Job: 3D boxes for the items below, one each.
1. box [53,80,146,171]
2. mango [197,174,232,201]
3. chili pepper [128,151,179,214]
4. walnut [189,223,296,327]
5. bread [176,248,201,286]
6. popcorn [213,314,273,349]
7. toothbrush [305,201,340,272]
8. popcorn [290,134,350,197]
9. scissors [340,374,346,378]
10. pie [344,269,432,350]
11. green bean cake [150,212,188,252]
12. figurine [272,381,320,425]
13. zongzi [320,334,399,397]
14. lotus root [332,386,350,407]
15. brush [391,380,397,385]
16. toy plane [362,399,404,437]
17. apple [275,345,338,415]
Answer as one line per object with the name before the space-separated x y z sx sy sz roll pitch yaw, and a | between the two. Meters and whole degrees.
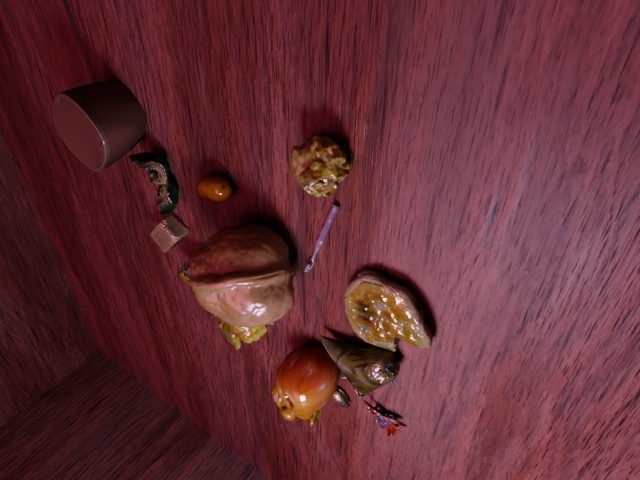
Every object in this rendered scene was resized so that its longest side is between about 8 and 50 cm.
box | -0.792 -0.431 1.928 0.301 0.216 0.300 27 140 26
mango | -0.373 -0.183 1.853 0.184 0.085 0.102 10 134 52
chili pepper | -0.609 -0.226 2.033 0.148 0.116 0.264 8 129 26
walnut | -0.261 0.121 1.818 0.381 0.381 0.381 26 138 26
bread | -0.481 0.138 2.200 0.261 0.158 0.156 26 157 30
popcorn | -0.306 0.270 2.071 0.277 0.225 0.276 23 137 23
toothbrush | 0.000 0.000 1.695 0.024 0.029 0.354 28 140 3
popcorn | -0.001 -0.208 1.438 0.173 0.142 0.173 41 139 49
scissors | 0.121 0.527 2.062 0.119 0.014 0.058 -16 106 46
pie | 0.199 0.236 1.676 0.338 0.075 0.337 27 140 26
green bean cake | -0.641 -0.030 2.243 0.109 0.085 0.179 52 144 -5
figurine | -0.098 0.675 2.281 0.228 0.215 0.215 18 139 0
zongzi | 0.131 0.399 1.854 0.274 0.125 0.251 49 144 8
lotus root | 0.084 0.646 2.171 0.049 0.054 0.099 -30 100 42
brush | 0.242 0.492 1.915 0.083 0.013 0.016 47 145 3
toy plane | 0.236 0.676 2.047 0.189 0.061 0.130 49 144 5
apple | -0.059 0.541 2.061 0.242 0.241 0.242 26 140 23
